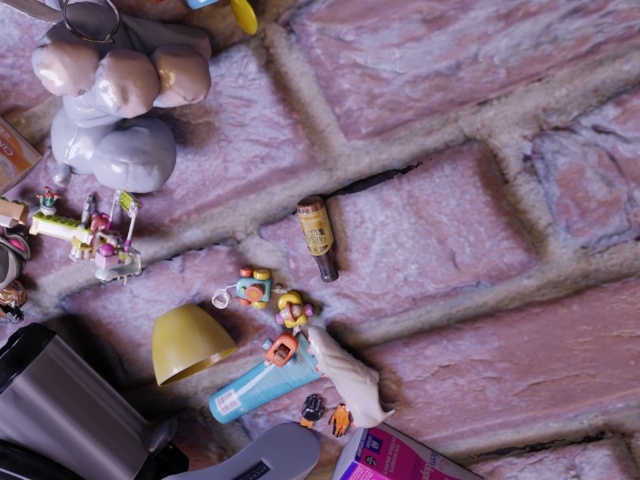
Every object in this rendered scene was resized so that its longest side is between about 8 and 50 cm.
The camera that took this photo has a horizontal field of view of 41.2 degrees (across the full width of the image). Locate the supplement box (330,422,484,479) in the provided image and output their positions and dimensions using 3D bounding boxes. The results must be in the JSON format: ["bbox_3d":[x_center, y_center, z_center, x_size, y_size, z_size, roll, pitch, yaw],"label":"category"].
[{"bbox_3d":[0.135,0.397,1.353,0.220,0.111,0.114,30,121,-1],"label":"supplement box"}]

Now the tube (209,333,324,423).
[{"bbox_3d":[-0.087,0.227,1.368,0.207,0.052,0.080,-32,107,22],"label":"tube"}]

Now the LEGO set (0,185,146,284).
[{"bbox_3d":[-0.358,-0.037,1.274,0.287,0.132,0.107,25,107,30],"label":"LEGO set"}]

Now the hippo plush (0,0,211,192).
[{"bbox_3d":[-0.293,-0.169,1.104,0.294,0.234,0.237,20,121,5],"label":"hippo plush"}]

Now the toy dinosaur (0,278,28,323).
[{"bbox_3d":[-0.646,0.111,1.442,0.321,0.164,0.218,13,107,31],"label":"toy dinosaur"}]

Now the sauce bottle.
[{"bbox_3d":[0.000,0.000,1.220,0.042,0.042,0.128,-8,114,21],"label":"sauce bottle"}]

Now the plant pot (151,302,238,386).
[{"bbox_3d":[-0.210,0.155,1.328,0.134,0.134,0.095,-33,79,29],"label":"plant pot"}]

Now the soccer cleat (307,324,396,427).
[{"bbox_3d":[0.046,0.202,1.307,0.076,0.068,0.196,-27,109,12],"label":"soccer cleat"}]

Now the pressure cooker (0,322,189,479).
[{"bbox_3d":[-0.439,0.387,1.380,0.420,0.375,0.370,48,138,-11],"label":"pressure cooker"}]

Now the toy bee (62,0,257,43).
[{"bbox_3d":[-0.158,-0.348,1.035,0.298,0.162,0.195,-4,110,-9],"label":"toy bee"}]

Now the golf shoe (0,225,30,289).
[{"bbox_3d":[-0.595,-0.015,1.337,0.272,0.120,0.105,30,141,1],"label":"golf shoe"}]

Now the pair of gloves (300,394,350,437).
[{"bbox_3d":[0.009,0.286,1.390,0.083,0.010,0.074,18,123,10],"label":"pair of gloves"}]

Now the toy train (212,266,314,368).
[{"bbox_3d":[-0.083,0.120,1.291,0.166,0.046,0.125,43,105,-7],"label":"toy train"}]

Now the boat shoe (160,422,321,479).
[{"bbox_3d":[-0.160,0.422,1.334,0.136,0.367,0.156,39,131,26],"label":"boat shoe"}]

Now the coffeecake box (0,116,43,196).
[{"bbox_3d":[-0.517,-0.117,1.227,0.142,0.185,0.068,45,121,-10],"label":"coffeecake box"}]
